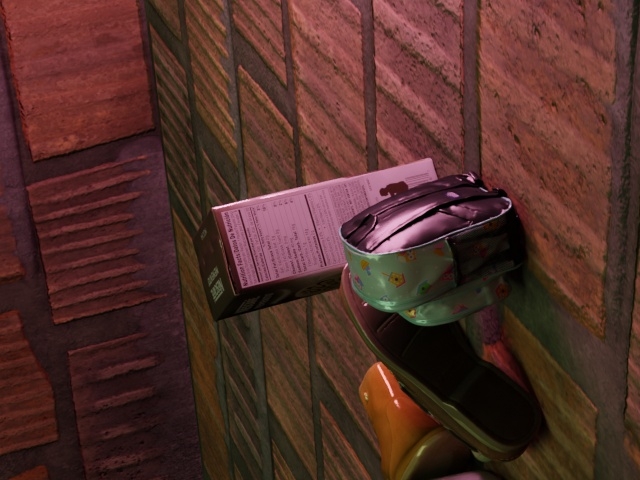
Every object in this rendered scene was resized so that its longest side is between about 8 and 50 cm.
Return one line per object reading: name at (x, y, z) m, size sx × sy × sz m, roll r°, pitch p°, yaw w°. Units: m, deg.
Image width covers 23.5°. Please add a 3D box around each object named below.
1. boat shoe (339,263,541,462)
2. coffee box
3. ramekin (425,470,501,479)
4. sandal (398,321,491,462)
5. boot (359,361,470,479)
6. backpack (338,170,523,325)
boat shoe at (0.129, 0.151, 1.863) m, size 0.307 × 0.111 × 0.104 m, roll 49°, pitch 157°, yaw 14°
coffee box at (0.000, 0.000, 1.976) m, size 0.168 × 0.297 × 0.118 m, roll 133°, pitch 122°, yaw -72°
ramekin at (0.190, 0.432, 1.994) m, size 0.277 × 0.135 × 0.277 m, roll 165°, pitch 90°, yaw -74°
sandal at (0.146, 0.169, 2.004) m, size 0.302 × 0.086 × 0.120 m, roll -123°, pitch 24°, yaw -48°
boot at (0.116, 0.257, 2.153) m, size 0.295 × 0.104 × 0.211 m, roll 96°, pitch 155°, yaw -59°
backpack at (0.121, 0.015, 1.776) m, size 0.166 × 0.188 × 0.144 m, roll -137°, pitch 37°, yaw -61°
